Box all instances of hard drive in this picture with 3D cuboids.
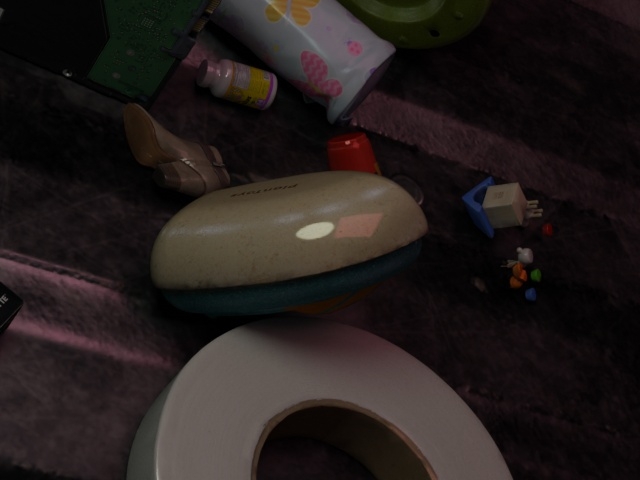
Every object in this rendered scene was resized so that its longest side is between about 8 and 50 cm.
[{"bbox_3d":[-0.269,-0.279,1.392,0.339,0.237,0.064,23,47,-18],"label":"hard drive"}]

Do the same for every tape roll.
[{"bbox_3d":[0.013,0.250,1.292,0.392,0.072,0.392,18,49,-22],"label":"tape roll"}]

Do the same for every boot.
[{"bbox_3d":[-0.146,-0.092,1.478,0.087,0.042,0.118,-5,61,-45],"label":"boot"}]

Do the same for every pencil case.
[{"bbox_3d":[-0.045,-0.250,1.607,0.273,0.124,0.113,41,74,-1],"label":"pencil case"}]

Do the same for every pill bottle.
[{"bbox_3d":[-0.092,-0.173,1.572,0.083,0.043,0.043,14,50,-26],"label":"pill bottle"}]

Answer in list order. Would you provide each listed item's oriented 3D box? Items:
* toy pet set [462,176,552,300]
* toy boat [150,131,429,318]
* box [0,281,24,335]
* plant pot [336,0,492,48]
[{"bbox_3d":[0.211,-0.007,1.660,0.114,0.065,0.122,60,36,-34],"label":"toy pet set"},{"bbox_3d":[0.000,0.000,1.399,0.318,0.268,0.148,-40,119,-61],"label":"toy boat"},{"bbox_3d":[-0.376,0.070,1.174,0.175,0.051,0.220,39,44,-3],"label":"box"},{"bbox_3d":[0.133,-0.436,1.753,0.366,0.366,0.353,28,56,-14],"label":"plant pot"}]
